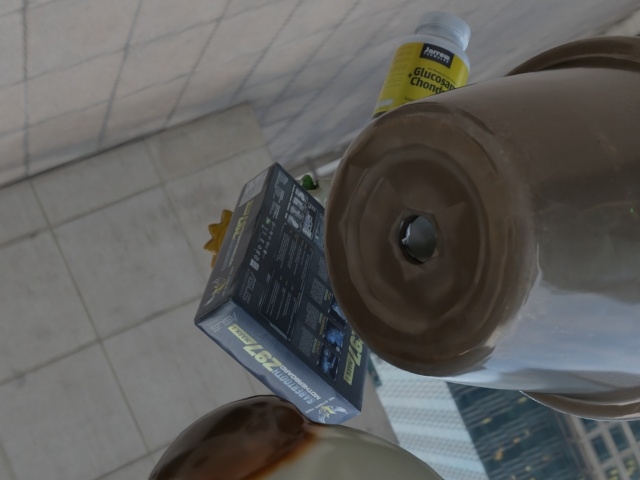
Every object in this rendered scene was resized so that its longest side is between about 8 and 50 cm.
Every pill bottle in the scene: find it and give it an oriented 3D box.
[{"bbox_3d":[0.137,-0.206,1.185,0.103,0.184,0.103,18,164,5],"label":"pill bottle"}]

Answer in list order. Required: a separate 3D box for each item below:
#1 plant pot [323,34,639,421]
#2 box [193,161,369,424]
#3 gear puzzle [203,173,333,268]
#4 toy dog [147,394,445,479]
[{"bbox_3d":[0.133,-0.003,0.553,0.229,0.262,0.263,-4,165,-44],"label":"plant pot"},{"bbox_3d":[-0.023,0.052,0.927,0.059,0.183,0.232,-33,-153,31],"label":"box"},{"bbox_3d":[0.000,0.000,1.143,0.339,0.175,0.044,-6,-166,-34],"label":"gear puzzle"},{"bbox_3d":[-0.013,0.281,0.556,0.395,0.285,0.407,-35,154,-33],"label":"toy dog"}]
